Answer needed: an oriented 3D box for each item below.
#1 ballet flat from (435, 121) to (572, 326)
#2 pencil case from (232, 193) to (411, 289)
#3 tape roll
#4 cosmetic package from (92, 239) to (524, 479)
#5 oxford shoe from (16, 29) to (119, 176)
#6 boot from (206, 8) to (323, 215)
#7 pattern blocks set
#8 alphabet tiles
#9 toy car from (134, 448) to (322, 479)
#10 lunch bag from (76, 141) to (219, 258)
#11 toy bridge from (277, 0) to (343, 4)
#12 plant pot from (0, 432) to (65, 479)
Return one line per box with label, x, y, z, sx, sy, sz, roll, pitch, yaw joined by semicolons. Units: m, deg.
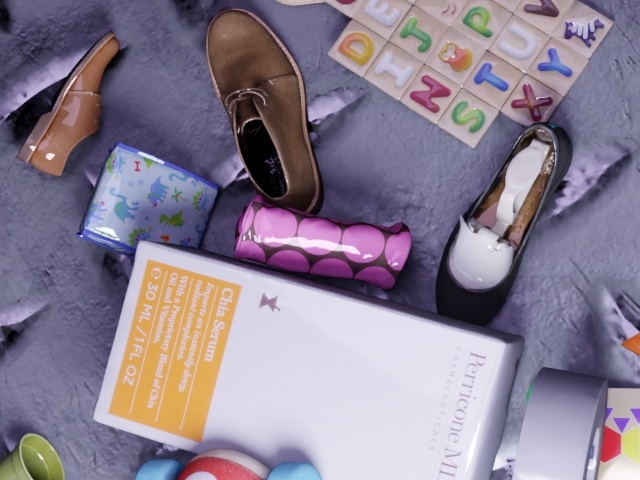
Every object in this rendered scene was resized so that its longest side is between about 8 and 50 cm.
ballet flat;0.211;-0.024;1.739;0.095;0.096;0.280;25;85;17
pencil case;0.000;0.000;1.752;0.209;0.098;0.095;13;122;-9
tape roll;0.258;0.250;1.572;0.072;0.219;0.219;9;80;15
cosmetic package;-0.013;0.164;1.704;0.453;0.161;0.230;14;91;16
oxford shoe;-0.319;-0.181;1.934;0.076;0.076;0.212;31;83;-12
boot;-0.078;-0.174;1.838;0.112;0.115;0.305;-24;71;11
pattern blocks set;0.393;0.241;1.669;0.325;0.026;0.285;8;79;16
alphabet tiles;0.180;-0.293;1.839;0.342;0.011;0.285;34;87;14
toy car;-0.118;0.373;1.584;0.219;0.210;0.238;-4;34;30
lunch bag;-0.218;-0.038;1.853;0.151;0.096;0.128;21;83;-12
toy bridge;-0.043;-0.345;1.913;0.188;0.026;0.063;26;85;18
plant pot;-0.379;0.298;1.830;0.079;0.083;0.083;-32;72;18
